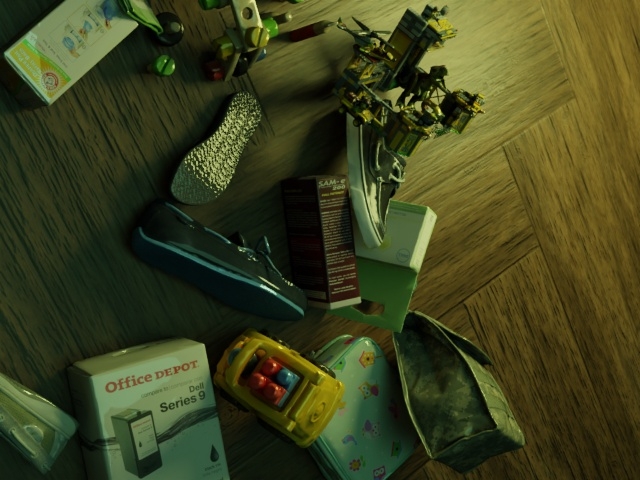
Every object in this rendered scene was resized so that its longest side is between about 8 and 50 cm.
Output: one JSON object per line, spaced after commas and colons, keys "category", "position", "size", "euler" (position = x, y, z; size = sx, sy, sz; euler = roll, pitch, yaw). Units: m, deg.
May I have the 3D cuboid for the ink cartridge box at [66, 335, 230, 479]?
{"category": "ink cartridge box", "position": [-0.285, 0.326, 1.617], "size": [0.211, 0.121, 0.289], "euler": [-14, 99, -31]}

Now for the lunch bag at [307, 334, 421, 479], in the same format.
{"category": "lunch bag", "position": [0.055, 0.329, 1.836], "size": [0.224, 0.108, 0.279], "euler": [-40, 111, -23]}

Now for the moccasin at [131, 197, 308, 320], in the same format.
{"category": "moccasin", "position": [-0.156, 0.029, 1.680], "size": [0.342, 0.138, 0.116], "euler": [32, 55, -27]}

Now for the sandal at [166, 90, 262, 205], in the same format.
{"category": "sandal", "position": [-0.186, -0.155, 1.708], "size": [0.097, 0.054, 0.254], "euler": [49, 57, -25]}

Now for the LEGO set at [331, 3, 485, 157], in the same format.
{"category": "LEGO set", "position": [0.187, -0.310, 1.755], "size": [0.255, 0.192, 0.331], "euler": [47, 36, 21]}

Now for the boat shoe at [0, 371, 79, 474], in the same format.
{"category": "boat shoe", "position": [-0.520, 0.248, 1.476], "size": [0.320, 0.118, 0.103], "euler": [40, 67, -33]}

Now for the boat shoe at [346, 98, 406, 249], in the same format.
{"category": "boat shoe", "position": [0.110, -0.130, 1.793], "size": [0.108, 0.102, 0.301], "euler": [60, 24, -59]}

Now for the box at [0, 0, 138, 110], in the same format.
{"category": "box", "position": [-0.409, -0.310, 1.523], "size": [0.203, 0.114, 0.103], "euler": [-49, 116, -23]}

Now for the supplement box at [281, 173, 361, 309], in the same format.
{"category": "supplement box", "position": [0.000, 0.000, 1.778], "size": [0.073, 0.130, 0.239], "euler": [-11, 98, -31]}

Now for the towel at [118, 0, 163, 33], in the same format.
{"category": "towel", "position": [-0.311, -0.414, 1.563], "size": [0.152, 0.023, 0.113], "euler": [61, 15, 14]}

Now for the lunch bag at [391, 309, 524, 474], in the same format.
{"category": "lunch bag", "position": [0.248, 0.274, 1.832], "size": [0.235, 0.169, 0.287], "euler": [42, 22, -60]}

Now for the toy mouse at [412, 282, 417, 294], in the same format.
{"category": "toy mouse", "position": [0.138, 0.088, 1.923], "size": [0.161, 0.031, 0.143], "euler": [-17, 100, -30]}

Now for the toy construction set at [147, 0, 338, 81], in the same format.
{"category": "toy construction set", "position": [-0.107, -0.400, 1.635], "size": [0.309, 0.237, 0.257], "euler": [1, 91, -32]}

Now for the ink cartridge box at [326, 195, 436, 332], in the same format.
{"category": "ink cartridge box", "position": [0.104, 0.038, 1.821], "size": [0.056, 0.171, 0.235], "euler": [35, 71, -58]}

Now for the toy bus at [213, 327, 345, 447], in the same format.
{"category": "toy bus", "position": [-0.092, 0.235, 1.640], "size": [0.149, 0.220, 0.211], "euler": [-57, 159, -8]}
